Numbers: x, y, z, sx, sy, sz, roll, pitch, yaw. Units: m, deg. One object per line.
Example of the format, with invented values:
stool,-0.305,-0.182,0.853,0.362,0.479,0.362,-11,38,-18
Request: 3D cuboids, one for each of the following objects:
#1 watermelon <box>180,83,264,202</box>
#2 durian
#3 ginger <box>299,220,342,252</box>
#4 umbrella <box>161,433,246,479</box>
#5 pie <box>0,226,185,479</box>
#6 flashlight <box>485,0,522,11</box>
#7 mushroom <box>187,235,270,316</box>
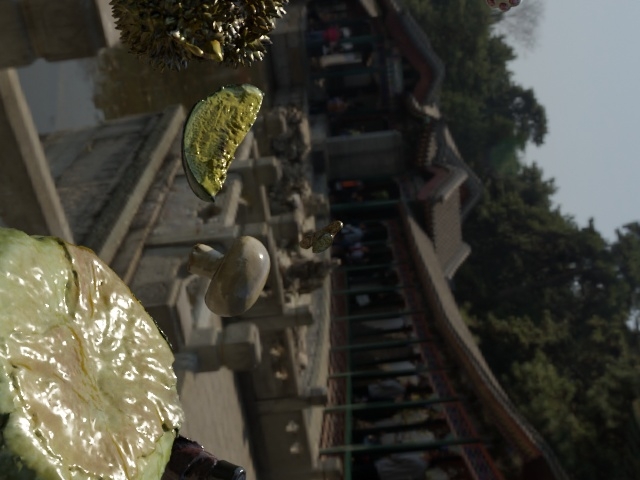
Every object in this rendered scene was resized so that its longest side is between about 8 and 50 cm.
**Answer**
watermelon,-0.215,-0.213,1.605,0.123,0.129,0.301,98,13,-60
durian,-0.181,-0.359,1.112,0.258,0.258,0.293,79,34,-55
ginger,0.001,0.001,1.242,0.030,0.097,0.048,49,43,-15
umbrella,-0.285,0.411,1.464,0.094,0.326,0.090,-65,153,-24
pie,-0.236,0.116,0.723,0.306,0.071,0.306,51,20,-27
flashlight,0.362,-0.582,1.662,0.200,0.093,0.047,53,45,-16
mushroom,-0.225,0.072,1.852,0.204,0.204,0.204,-6,90,-87
